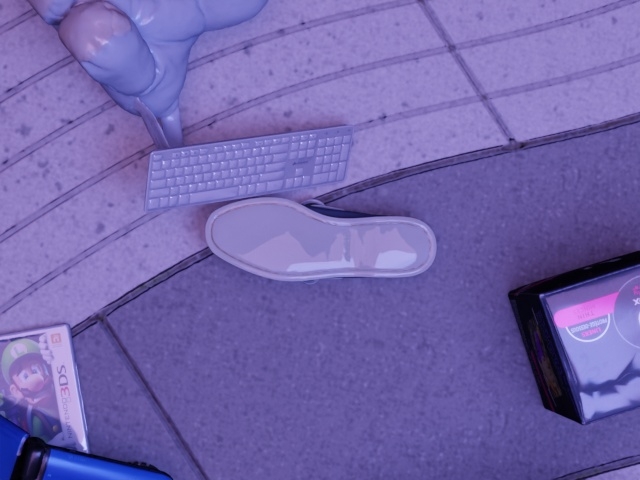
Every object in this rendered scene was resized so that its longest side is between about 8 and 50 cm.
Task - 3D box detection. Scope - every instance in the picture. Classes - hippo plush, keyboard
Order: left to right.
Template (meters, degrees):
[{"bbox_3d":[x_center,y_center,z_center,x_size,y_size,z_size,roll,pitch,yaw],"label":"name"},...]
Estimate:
[{"bbox_3d":[-0.163,-0.262,1.831,0.236,0.234,0.294,-40,89,-1],"label":"hippo plush"},{"bbox_3d":[-0.075,-0.079,1.861,0.256,0.014,0.072,-10,118,-32],"label":"keyboard"}]

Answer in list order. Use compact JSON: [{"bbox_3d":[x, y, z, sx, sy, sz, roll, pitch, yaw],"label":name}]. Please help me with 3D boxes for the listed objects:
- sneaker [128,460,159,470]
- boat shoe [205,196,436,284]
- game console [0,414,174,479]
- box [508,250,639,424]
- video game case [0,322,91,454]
[{"bbox_3d":[-0.242,0.301,1.907,0.162,0.063,0.073,-27,99,7],"label":"sneaker"},{"bbox_3d":[0.000,0.000,1.904,0.254,0.079,0.095,-1,86,-3],"label":"boat shoe"},{"bbox_3d":[-0.326,0.337,1.870,0.250,0.173,0.293,16,99,-21],"label":"game console"},{"bbox_3d":[0.308,0.096,1.810,0.165,0.270,0.143,-18,89,-2],"label":"box"},{"bbox_3d":[-0.360,0.193,1.918,0.190,0.022,0.173,-10,87,-1],"label":"video game case"}]
